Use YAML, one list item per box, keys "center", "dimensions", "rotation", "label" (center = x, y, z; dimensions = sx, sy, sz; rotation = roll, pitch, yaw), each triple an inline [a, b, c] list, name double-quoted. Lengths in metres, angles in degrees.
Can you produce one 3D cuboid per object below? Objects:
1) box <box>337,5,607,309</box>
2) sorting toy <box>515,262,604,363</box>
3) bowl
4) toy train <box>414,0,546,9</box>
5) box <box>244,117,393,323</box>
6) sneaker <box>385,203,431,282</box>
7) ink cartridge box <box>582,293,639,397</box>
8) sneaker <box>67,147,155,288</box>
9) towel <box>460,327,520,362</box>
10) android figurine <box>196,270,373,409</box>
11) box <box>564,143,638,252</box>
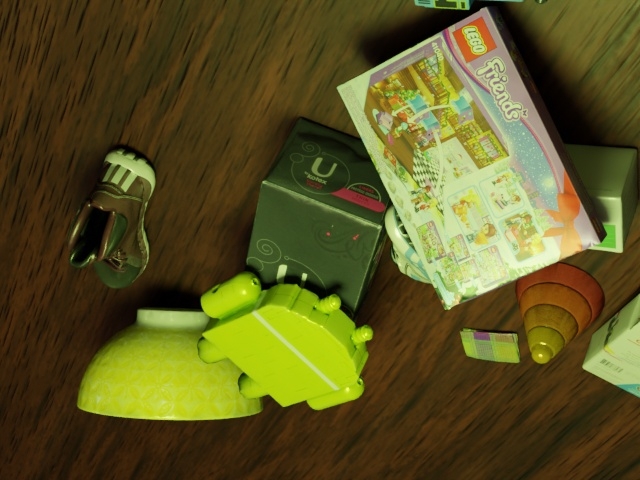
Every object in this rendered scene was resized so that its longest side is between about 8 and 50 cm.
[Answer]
- center: [0.173, -0.092, 1.358]
  dimensions: [0.201, 0.057, 0.293]
  rotation: [-25, 92, 24]
  label: "box"
- center: [0.238, 0.024, 1.507]
  dimensions: [0.127, 0.126, 0.365]
  rotation: [-15, 124, 36]
  label: "sorting toy"
- center: [-0.231, 0.185, 1.850]
  dimensions: [0.289, 0.289, 0.156]
  rotation: [1, 88, 26]
  label: "bowl"
- center: [0.181, -0.300, 1.261]
  dimensions: [0.184, 0.080, 0.105]
  rotation: [6, 143, 18]
  label: "toy train"
- center: [0.000, 0.000, 1.588]
  dimensions: [0.165, 0.143, 0.270]
  rotation: [21, 136, 7]
  label: "box"
- center: [0.120, 0.008, 1.513]
  dimensions: [0.086, 0.085, 0.237]
  rotation: [-11, 162, 17]
  label: "sneaker"
- center: [0.429, 0.134, 1.536]
  dimensions: [0.104, 0.062, 0.181]
  rotation: [27, 151, 0]
  label: "ink cartridge box"
- center: [-0.326, 0.007, 1.743]
  dimensions: [0.106, 0.162, 0.281]
  rotation: [21, 137, 7]
  label: "sneaker"
- center: [0.247, 0.152, 1.710]
  dimensions: [0.083, 0.009, 0.060]
  rotation: [3, 133, 25]
  label: "towel"
- center: [-0.045, 0.140, 1.598]
  dimensions: [0.248, 0.056, 0.273]
  rotation: [43, 138, -18]
  label: "android figurine"
- center: [0.319, -0.052, 1.409]
  dimensions: [0.101, 0.102, 0.087]
  rotation: [7, 132, 23]
  label: "box"
